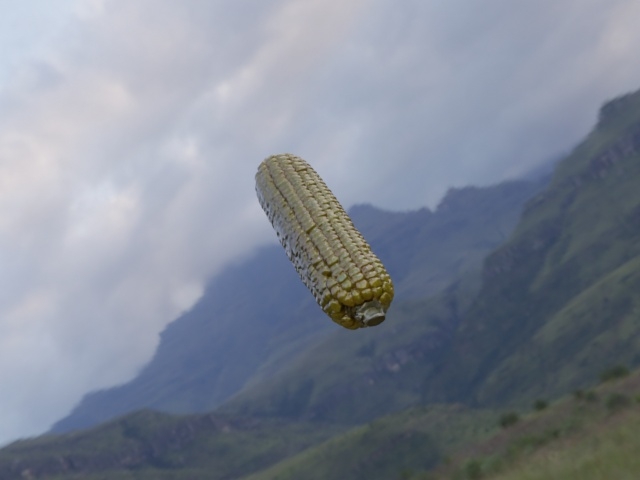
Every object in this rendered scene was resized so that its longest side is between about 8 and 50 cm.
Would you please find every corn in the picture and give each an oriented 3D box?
[{"bbox_3d":[0.000,0.000,0.966,0.068,0.207,0.068,-21,-38,-18],"label":"corn"}]
